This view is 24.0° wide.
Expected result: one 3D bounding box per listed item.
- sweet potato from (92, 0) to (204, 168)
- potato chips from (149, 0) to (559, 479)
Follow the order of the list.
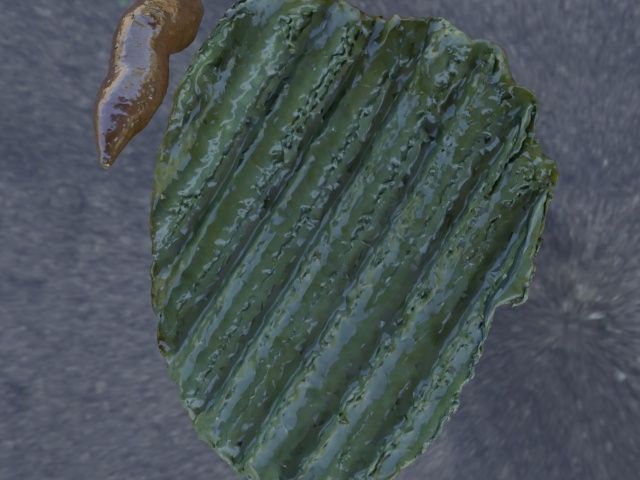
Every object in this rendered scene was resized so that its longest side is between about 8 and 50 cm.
[{"bbox_3d":[-0.145,-0.145,1.219,0.051,0.218,0.065,-21,126,42],"label":"sweet potato"},{"bbox_3d":[0.000,0.000,1.271,0.358,0.070,0.429,33,101,22],"label":"potato chips"}]
